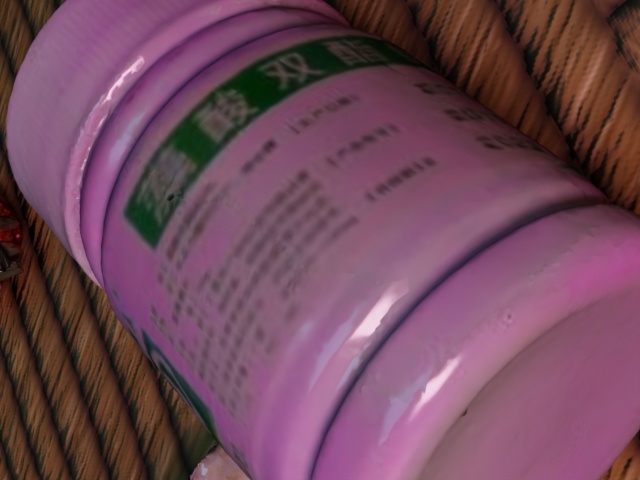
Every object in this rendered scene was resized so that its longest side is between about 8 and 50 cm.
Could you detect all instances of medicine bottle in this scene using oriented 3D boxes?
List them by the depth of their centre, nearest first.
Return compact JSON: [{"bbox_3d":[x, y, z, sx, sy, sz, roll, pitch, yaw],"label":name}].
[{"bbox_3d":[0.000,0.000,0.574,0.325,0.212,0.212,43,120,37],"label":"medicine bottle"}]

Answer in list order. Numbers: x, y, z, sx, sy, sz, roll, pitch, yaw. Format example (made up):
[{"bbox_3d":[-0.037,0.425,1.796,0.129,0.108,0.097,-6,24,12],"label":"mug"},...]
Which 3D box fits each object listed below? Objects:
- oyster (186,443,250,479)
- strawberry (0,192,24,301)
[{"bbox_3d":[-0.025,0.227,0.697,0.259,0.092,0.198,-51,57,23],"label":"oyster"},{"bbox_3d":[-0.324,0.009,0.994,0.140,0.085,0.192,54,132,20],"label":"strawberry"}]
